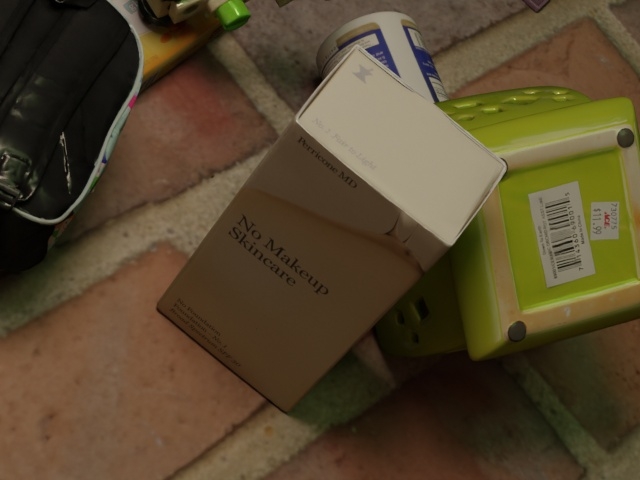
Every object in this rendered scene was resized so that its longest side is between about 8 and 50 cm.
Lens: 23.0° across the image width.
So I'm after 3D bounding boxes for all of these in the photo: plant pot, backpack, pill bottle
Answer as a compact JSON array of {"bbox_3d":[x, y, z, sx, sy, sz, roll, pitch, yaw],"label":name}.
[{"bbox_3d":[0.173,-0.015,1.410,0.227,0.207,0.228,-13,98,-19],"label":"plant pot"},{"bbox_3d":[-0.275,-0.116,1.315,0.225,0.191,0.254,30,57,-12],"label":"backpack"},{"bbox_3d":[0.075,-0.123,1.567,0.112,0.112,0.187,-5,63,-31],"label":"pill bottle"}]

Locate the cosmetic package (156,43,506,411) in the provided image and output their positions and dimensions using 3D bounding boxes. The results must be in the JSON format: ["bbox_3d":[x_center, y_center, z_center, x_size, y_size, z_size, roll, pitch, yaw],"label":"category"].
[{"bbox_3d":[0.000,0.000,1.313,0.160,0.309,0.113,38,51,0],"label":"cosmetic package"}]

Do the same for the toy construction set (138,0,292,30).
[{"bbox_3d":[-0.100,-0.324,1.492,0.215,0.151,0.328,-27,65,-19],"label":"toy construction set"}]

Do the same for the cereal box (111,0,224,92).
[{"bbox_3d":[-0.217,-0.265,1.539,0.240,0.047,0.173,44,52,3],"label":"cereal box"}]

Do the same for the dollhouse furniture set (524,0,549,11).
[{"bbox_3d":[0.267,-0.345,1.839,0.091,0.081,0.114,44,49,3],"label":"dollhouse furniture set"}]
